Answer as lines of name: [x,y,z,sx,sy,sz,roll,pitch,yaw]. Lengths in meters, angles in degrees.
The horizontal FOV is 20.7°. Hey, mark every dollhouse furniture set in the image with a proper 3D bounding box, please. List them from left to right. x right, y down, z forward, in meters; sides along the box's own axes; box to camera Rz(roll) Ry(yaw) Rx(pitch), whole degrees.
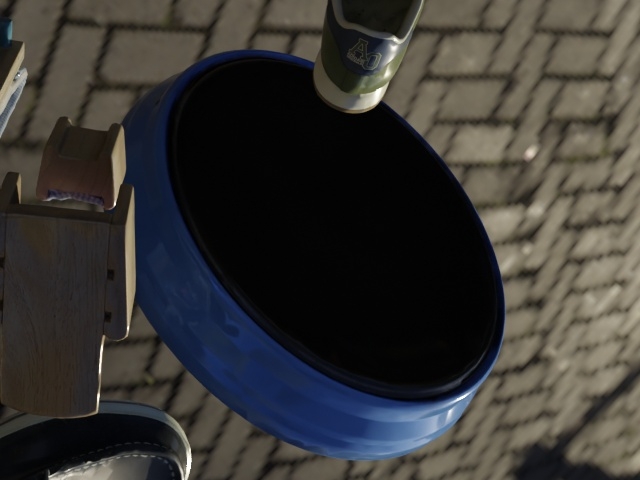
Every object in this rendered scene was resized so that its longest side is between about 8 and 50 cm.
dollhouse furniture set: [-0.245,-0.008,1.051,0.286,0.303,0.198,6,119,-3]

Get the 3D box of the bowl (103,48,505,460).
bowl: [0.000,0.000,1.512,0.391,0.391,0.077,-5,152,-46]

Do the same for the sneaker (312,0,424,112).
sneaker: [0.042,-0.176,1.047,0.086,0.064,0.192,118,-14,-69]

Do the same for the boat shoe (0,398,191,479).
boat shoe: [-0.278,0.261,1.346,0.500,0.156,0.187,-18,126,-45]
